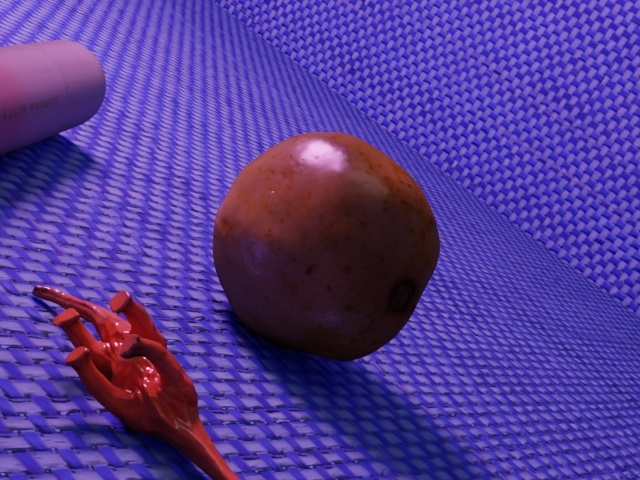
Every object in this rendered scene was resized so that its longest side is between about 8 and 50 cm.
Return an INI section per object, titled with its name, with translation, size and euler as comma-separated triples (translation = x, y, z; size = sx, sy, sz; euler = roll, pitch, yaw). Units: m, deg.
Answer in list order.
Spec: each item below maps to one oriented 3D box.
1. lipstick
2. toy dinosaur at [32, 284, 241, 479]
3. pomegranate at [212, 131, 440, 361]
[lipstick]
translation = -0.267, -0.119, 1.017
size = 0.087, 0.087, 0.327
euler = 32, 14, -1
[toy dinosaur]
translation = -0.101, 0.087, 0.721
size = 0.279, 0.055, 0.101
euler = 43, -6, 47
[pomegranate]
translation = 0.000, 0.000, 1.004
size = 0.196, 0.196, 0.196
euler = 30, 13, -8
